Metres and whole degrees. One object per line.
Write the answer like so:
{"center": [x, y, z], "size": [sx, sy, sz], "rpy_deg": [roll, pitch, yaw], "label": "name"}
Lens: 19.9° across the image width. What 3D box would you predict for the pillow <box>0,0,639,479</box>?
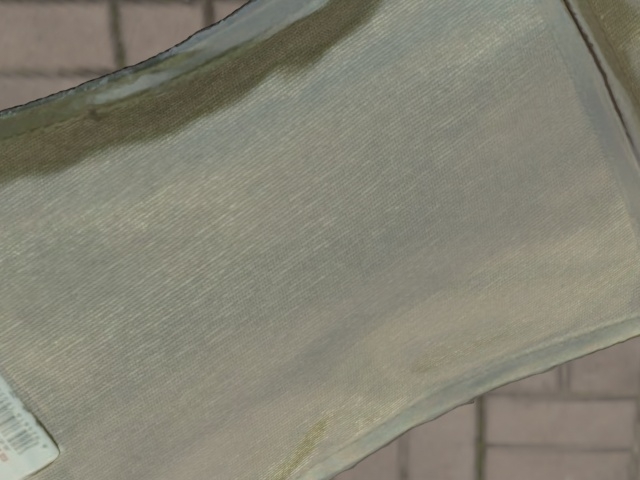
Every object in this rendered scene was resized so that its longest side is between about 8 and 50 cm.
{"center": [0.000, 0.000, 0.417], "size": [0.217, 0.033, 0.130], "rpy_deg": [-30, 110, -1], "label": "pillow"}
